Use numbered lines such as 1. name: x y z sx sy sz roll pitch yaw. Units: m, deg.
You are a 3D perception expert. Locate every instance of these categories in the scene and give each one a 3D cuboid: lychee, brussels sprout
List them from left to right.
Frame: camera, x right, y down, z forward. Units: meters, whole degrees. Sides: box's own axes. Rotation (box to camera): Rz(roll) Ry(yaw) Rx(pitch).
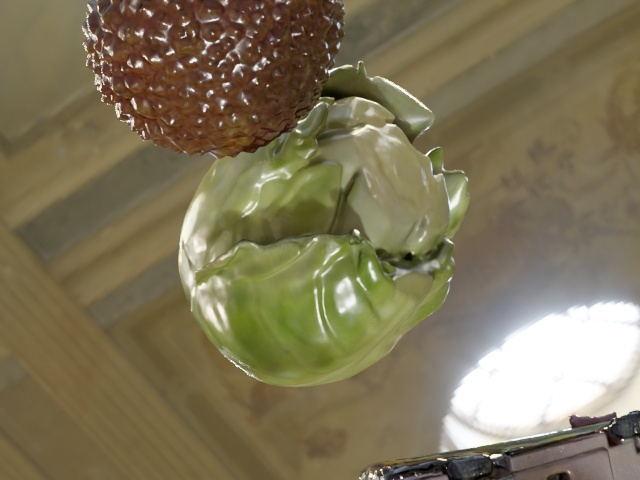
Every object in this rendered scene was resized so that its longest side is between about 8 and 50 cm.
1. lychee: -0.108 -0.225 1.730 0.304 0.276 0.275 -4 -163 -34
2. brussels sprout: -0.018 0.002 2.122 0.361 0.342 0.425 -32 -168 32

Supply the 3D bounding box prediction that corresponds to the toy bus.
1. toy bus: 0.198 0.217 1.438 0.316 0.113 0.138 -10 180 -15
